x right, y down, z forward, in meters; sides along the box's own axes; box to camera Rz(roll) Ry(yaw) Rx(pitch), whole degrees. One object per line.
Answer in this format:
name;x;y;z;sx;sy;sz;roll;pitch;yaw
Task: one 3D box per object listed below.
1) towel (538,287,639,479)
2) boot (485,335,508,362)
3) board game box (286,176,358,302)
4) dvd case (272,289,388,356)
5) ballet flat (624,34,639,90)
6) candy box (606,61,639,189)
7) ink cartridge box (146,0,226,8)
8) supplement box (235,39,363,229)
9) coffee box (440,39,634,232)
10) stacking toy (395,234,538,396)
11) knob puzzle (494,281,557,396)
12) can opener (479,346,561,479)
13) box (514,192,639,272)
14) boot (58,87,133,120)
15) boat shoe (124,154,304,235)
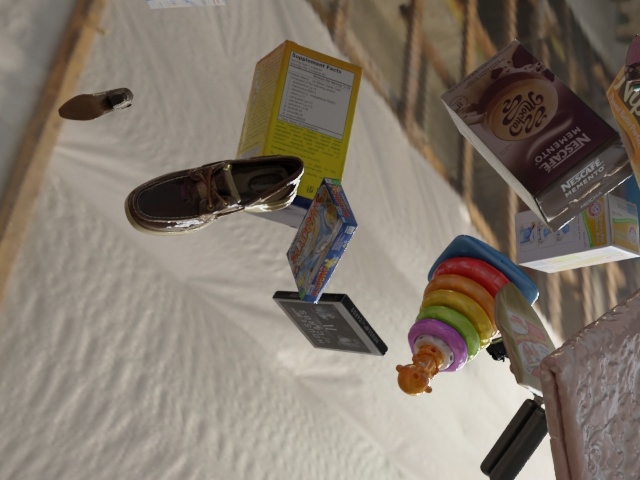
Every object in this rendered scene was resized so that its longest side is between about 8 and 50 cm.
towel;0.403;0.242;1.402;0.331;0.053;0.317;-23;-74;-46
boot;0.424;0.229;2.493;0.121;0.099;0.045;-129;23;-53
board game box;0.000;0.000;2.038;0.035;0.201;0.136;8;-142;-25
dvd case;0.020;0.182;2.389;0.179;0.238;0.030;52;-121;-27
ballet flat;0.448;-0.205;1.181;0.077;0.221;0.079;-17;-72;-69
candy box;0.673;-0.228;2.110;0.183;0.087;0.317;110;157;-55
ink cartridge box;-0.230;-0.471;1.968;0.104;0.181;0.062;80;-173;-85
supplement box;-0.059;-0.228;2.380;0.194;0.195;0.357;17;-103;-22
coffee box;0.355;-0.178;1.784;0.119;0.168;0.297;50;-176;-48
stacking toy;0.209;0.152;1.760;0.175;0.166;0.302;37;-130;5
knob puzzle;0.309;0.153;1.646;0.213;0.030;0.213;40;-147;-33
can opener;0.369;0.308;1.910;0.093;0.280;0.074;26;-171;-24
box;0.483;-0.012;2.026;0.114;0.203;0.103;14;-110;-43
boot;-0.355;-0.216;1.712;0.087;0.118;0.042;-143;41;-77
boat shoe;-0.187;-0.098;1.967;0.341;0.123;0.123;-9;-108;-24
